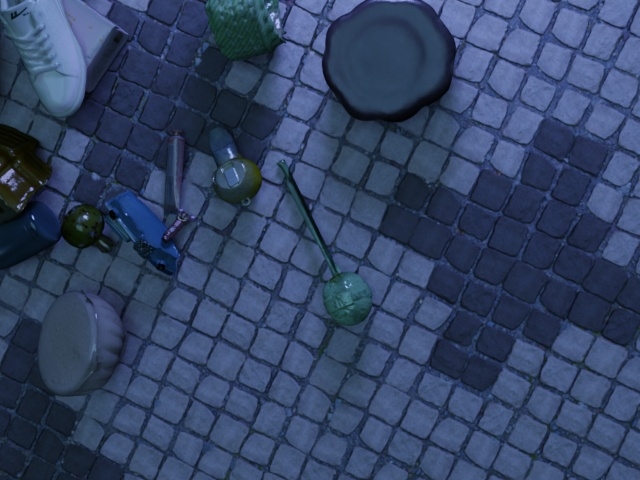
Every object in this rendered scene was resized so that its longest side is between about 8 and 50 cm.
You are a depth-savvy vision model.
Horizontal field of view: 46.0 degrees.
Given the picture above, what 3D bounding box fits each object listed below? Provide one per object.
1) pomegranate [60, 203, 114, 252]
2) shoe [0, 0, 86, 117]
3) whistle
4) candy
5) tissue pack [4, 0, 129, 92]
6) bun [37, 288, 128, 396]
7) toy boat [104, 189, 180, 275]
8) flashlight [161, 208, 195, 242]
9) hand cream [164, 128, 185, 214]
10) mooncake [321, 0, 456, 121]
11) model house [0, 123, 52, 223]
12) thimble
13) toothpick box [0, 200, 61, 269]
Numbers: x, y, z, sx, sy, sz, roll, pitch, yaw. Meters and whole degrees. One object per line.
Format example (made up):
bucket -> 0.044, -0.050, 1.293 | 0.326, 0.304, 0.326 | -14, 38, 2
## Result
pomegranate -> -0.577, -0.023, 1.882 | 0.114, 0.114, 0.142 | -44, 116, 8
shoe -> -0.638, -0.462, 1.699 | 0.131, 0.160, 0.363 | -14, 92, 8
whistle -> -0.213, -0.176, 1.837 | 0.122, 0.123, 0.223 | -27, 69, 8
candy -> 0.000, 0.000, 1.828 | 0.119, 0.119, 0.440 | -26, 82, 8
tissue pack -> -0.618, -0.502, 1.837 | 0.225, 0.124, 0.185 | 37, 95, 2
bun -> -0.564, 0.259, 1.875 | 0.263, 0.175, 0.263 | -12, 72, 39
toy boat -> -0.440, -0.008, 1.870 | 0.238, 0.109, 0.098 | 48, 128, -1
flashlight -> -0.355, -0.036, 1.859 | 0.052, 0.110, 0.031 | 31, 141, 4
hand cream -> -0.362, -0.170, 1.870 | 0.067, 0.043, 0.210 | 11, 98, 44
mooncake -> 0.158, -0.410, 1.740 | 0.305, 0.154, 0.306 | 0, 94, 8
model house -> -0.785, -0.172, 1.867 | 0.267, 0.173, 0.239 | 24, 54, 7
thimble -> -0.175, -0.532, 1.737 | 0.150, 0.219, 0.219 | -12, 93, 9
toothpick box -> -0.756, -0.007, 1.892 | 0.184, 0.120, 0.120 | -31, 90, 10
